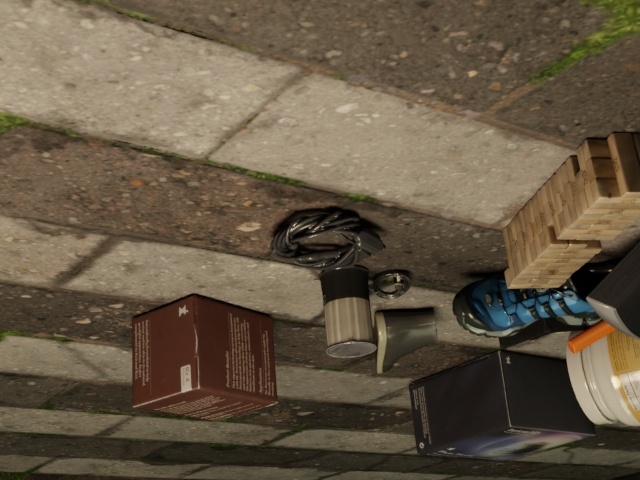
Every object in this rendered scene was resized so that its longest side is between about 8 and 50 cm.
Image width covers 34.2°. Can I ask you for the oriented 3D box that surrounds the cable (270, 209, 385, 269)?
[{"bbox_3d":[0.000,0.000,1.549,0.150,0.047,0.184,-14,159,33],"label":"cable"}]

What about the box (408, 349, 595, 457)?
[{"bbox_3d":[0.413,0.388,2.384,0.296,0.182,0.294,12,151,-36],"label":"box"}]

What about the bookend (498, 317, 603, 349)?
[{"bbox_3d":[0.432,0.147,1.928,0.156,0.072,0.157,-2,165,-24],"label":"bookend"}]

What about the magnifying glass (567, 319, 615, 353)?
[{"bbox_3d":[0.543,0.134,1.858,0.231,0.026,0.092,-30,127,-9],"label":"magnifying glass"}]

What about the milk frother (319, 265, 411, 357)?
[{"bbox_3d":[0.079,0.118,1.719,0.143,0.134,0.129,-11,157,15],"label":"milk frother"}]

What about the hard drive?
[{"bbox_3d":[0.550,0.086,1.742,0.172,0.054,0.255,-48,144,8],"label":"hard drive"}]

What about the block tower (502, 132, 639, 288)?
[{"bbox_3d":[0.357,-0.034,1.468,0.091,0.097,0.335,1,155,-13],"label":"block tower"}]

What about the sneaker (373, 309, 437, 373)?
[{"bbox_3d":[0.163,0.198,1.997,0.118,0.083,0.222,-5,157,-1],"label":"sneaker"}]

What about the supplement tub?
[{"bbox_3d":[0.651,0.224,1.970,0.316,0.228,0.228,-20,153,32],"label":"supplement tub"}]

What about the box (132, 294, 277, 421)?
[{"bbox_3d":[-0.205,0.214,1.848,0.167,0.168,0.203,-21,152,35],"label":"box"}]

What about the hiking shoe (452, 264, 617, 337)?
[{"bbox_3d":[0.368,0.083,1.758,0.304,0.113,0.132,-6,150,-21],"label":"hiking shoe"}]
